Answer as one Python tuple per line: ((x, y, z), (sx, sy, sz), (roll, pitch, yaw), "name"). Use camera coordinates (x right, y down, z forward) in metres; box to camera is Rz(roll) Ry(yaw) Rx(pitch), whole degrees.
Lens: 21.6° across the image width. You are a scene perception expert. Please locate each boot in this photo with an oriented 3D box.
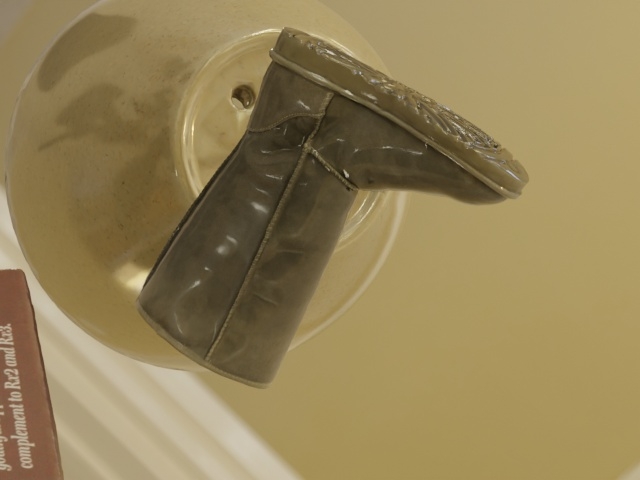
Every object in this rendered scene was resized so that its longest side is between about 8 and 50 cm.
((0.002, 0.000, 1.006), (0.208, 0.189, 0.076), (-63, 160, 12), "boot")

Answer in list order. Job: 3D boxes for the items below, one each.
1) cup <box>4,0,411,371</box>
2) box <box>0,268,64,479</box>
((-0.061, -0.061, 1.286), (0.331, 0.331, 0.237), (-46, -169, -14), "cup")
((-0.197, 0.143, 0.708), (0.168, 0.167, 0.203), (-115, -154, -57), "box")
